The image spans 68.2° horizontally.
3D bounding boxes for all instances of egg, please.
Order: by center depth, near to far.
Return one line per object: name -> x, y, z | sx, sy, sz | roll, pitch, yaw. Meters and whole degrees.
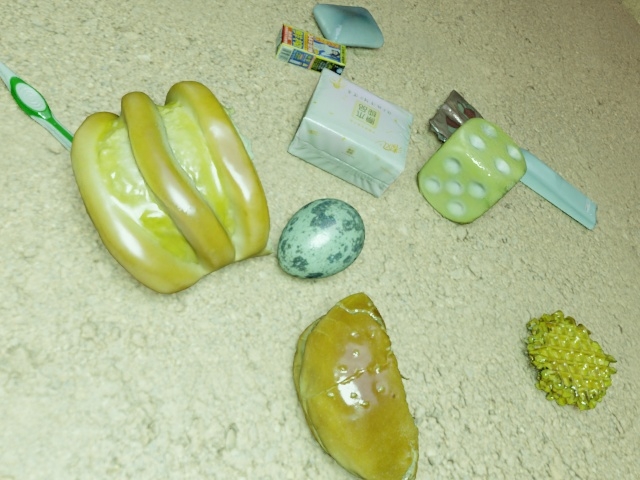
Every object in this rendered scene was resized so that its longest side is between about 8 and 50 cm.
egg -> 0.000, 0.000, 0.821 | 0.172, 0.132, 0.132 | -36, 81, -26

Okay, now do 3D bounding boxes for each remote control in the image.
remote control -> 0.638, -0.149, 1.288 | 0.293, 0.051, 0.103 | 36, 51, -4

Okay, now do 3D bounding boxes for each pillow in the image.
pillow -> 0.361, -0.309, 1.249 | 0.135, 0.049, 0.248 | 39, 47, -1

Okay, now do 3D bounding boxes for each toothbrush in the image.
toothbrush -> -0.469, -0.223, 0.779 | 0.418, 0.040, 0.042 | 42, 48, 2

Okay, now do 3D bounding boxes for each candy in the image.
candy -> 0.076, -0.566, 1.247 | 0.174, 0.071, 0.138 | -13, 68, -32

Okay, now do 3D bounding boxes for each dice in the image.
dice -> 0.335, -0.153, 1.061 | 0.169, 0.169, 0.166 | 46, 52, 6

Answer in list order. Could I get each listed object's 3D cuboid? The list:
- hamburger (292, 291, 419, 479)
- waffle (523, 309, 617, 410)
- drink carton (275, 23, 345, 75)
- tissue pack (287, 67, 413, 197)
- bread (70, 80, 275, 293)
hamburger -> 0.045, 0.224, 0.698 | 0.157, 0.144, 0.283 | -4, 65, -29
waffle -> 0.499, 0.242, 0.966 | 0.197, 0.070, 0.193 | 39, 51, 3
drink carton -> -0.023, -0.453, 1.139 | 0.166, 0.056, 0.071 | 12, 64, -20
tissue pack -> 0.069, -0.230, 1.003 | 0.225, 0.124, 0.185 | 25, 55, -11
bread -> -0.218, -0.092, 0.708 | 0.270, 0.211, 0.315 | -17, 74, -34
